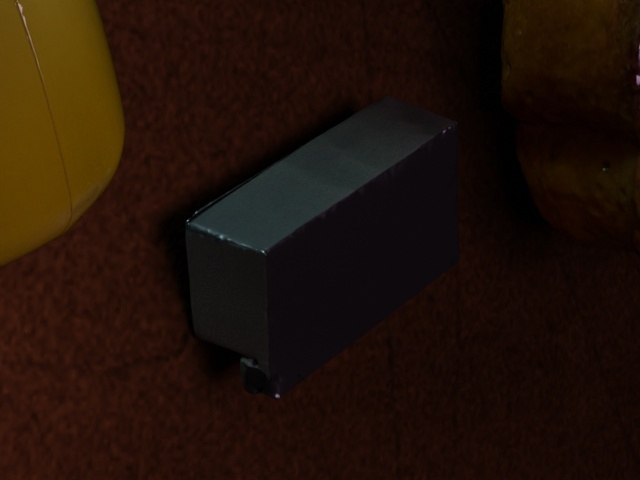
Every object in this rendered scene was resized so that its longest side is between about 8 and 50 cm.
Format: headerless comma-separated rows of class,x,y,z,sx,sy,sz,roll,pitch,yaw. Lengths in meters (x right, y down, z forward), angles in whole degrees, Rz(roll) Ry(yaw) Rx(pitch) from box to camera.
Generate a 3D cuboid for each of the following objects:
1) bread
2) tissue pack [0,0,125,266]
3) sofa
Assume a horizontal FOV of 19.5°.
bread,0.196,-0.105,1.002,0.232,0.135,0.246,6,87,-47
tissue pack,-0.143,-0.079,0.652,0.127,0.123,0.178,-34,115,-36
sofa,0.000,0.000,0.866,0.147,0.060,0.085,-36,134,-40
